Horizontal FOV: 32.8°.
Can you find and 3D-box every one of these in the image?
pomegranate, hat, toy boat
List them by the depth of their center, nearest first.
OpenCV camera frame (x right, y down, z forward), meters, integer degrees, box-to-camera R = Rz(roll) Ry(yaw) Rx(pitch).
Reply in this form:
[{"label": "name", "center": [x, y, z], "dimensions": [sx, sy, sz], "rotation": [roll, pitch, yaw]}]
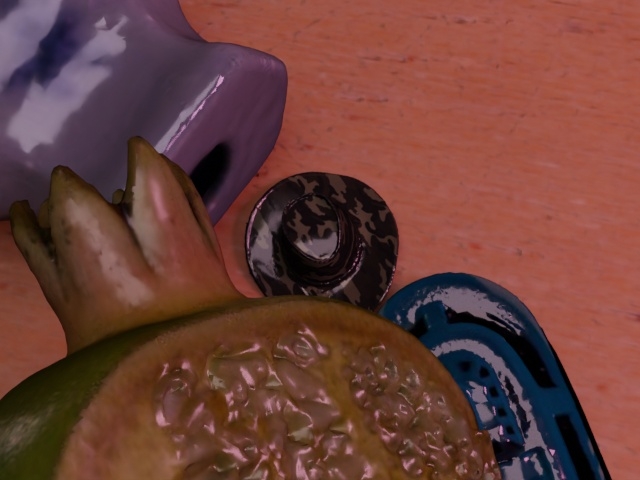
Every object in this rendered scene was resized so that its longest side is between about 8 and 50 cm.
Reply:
[{"label": "pomegranate", "center": [-0.077, 0.137, 0.581], "dimensions": [0.309, 0.216, 0.359], "rotation": [-15, 75, -42]}, {"label": "toy boat", "center": [0.116, 0.154, 0.675], "dimensions": [0.134, 0.092, 0.299], "rotation": [-22, 73, 3]}, {"label": "hat", "center": [0.000, 0.000, 0.751], "dimensions": [0.121, 0.050, 0.121], "rotation": [-3, 71, 10]}]

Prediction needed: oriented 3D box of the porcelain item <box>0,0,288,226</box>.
[{"label": "porcelain item", "center": [-0.234, -0.145, 0.756], "dimensions": [0.405, 0.178, 0.243], "rotation": [34, 82, 17]}]
